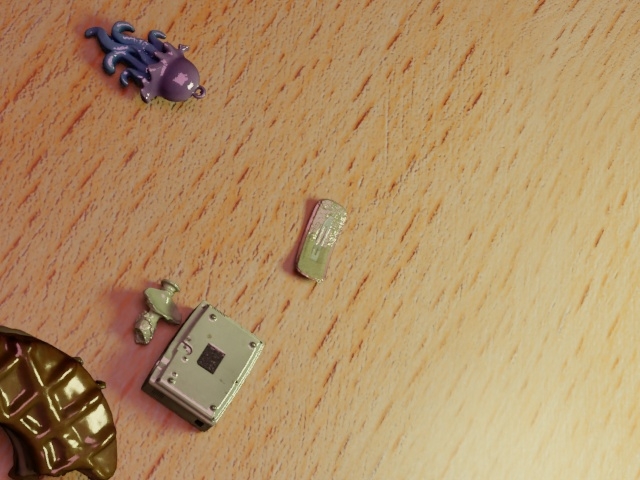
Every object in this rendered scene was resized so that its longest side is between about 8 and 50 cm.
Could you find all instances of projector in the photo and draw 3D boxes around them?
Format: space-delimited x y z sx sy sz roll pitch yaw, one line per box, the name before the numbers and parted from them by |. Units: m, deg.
projector | -0.161 0.172 1.623 0.115 0.061 0.147 35 61 -5

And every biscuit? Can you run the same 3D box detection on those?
biscuit | -0.430 0.242 1.418 0.366 0.115 0.268 -32 108 -33

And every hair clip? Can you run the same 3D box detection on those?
hair clip | 0.000 0.000 1.772 0.054 0.022 0.137 25 63 -12

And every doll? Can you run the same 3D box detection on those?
doll | -0.259 -0.268 1.749 0.206 0.067 0.110 32 76 4

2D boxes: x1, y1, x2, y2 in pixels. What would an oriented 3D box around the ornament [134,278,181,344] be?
ornament | -0.227 0.097 1.635 0.092 0.041 0.068 -34 101 -37
